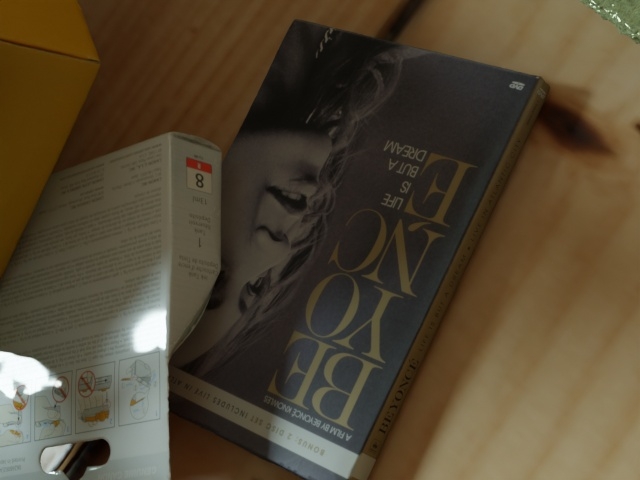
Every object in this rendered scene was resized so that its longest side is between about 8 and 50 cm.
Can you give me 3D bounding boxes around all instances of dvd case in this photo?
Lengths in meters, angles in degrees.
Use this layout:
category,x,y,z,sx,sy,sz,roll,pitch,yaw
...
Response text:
category,x,y,z,sx,sy,sz,roll,pitch,yaw
dvd case,0.000,0.000,0.713,0.164,0.018,0.221,20,81,38

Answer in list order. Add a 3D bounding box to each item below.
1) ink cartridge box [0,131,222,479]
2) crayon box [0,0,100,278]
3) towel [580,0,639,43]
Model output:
category,x,y,z,sx,sy,sz,roll,pitch,yaw
ink cartridge box,-0.113,0.046,0.744,0.145,0.045,0.179,-15,72,39
crayon box,-0.218,-0.092,0.793,0.203,0.083,0.323,-58,39,31
towel,0.152,-0.160,0.681,0.110,0.027,0.148,-50,52,5
